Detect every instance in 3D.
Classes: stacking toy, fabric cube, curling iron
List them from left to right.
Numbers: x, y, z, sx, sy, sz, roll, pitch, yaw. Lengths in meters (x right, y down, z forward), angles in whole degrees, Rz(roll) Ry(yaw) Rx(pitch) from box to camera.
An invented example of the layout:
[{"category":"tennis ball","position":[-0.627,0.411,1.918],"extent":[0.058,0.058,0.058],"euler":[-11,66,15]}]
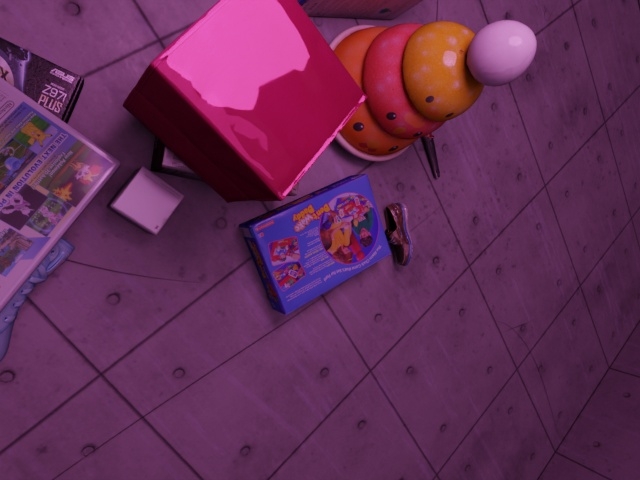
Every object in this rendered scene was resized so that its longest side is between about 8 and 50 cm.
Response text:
[{"category":"fabric cube","position":[-0.133,-0.243,0.731],"extent":[0.258,0.259,0.254],"euler":[45,70,-27]},{"category":"stacking toy","position":[0.243,-0.374,0.952],"extent":[0.351,0.480,0.350],"euler":[-2,95,-30]},{"category":"curling iron","position":[0.330,-0.321,1.267],"extent":[0.068,0.035,0.273],"euler":[-21,104,-28]}]

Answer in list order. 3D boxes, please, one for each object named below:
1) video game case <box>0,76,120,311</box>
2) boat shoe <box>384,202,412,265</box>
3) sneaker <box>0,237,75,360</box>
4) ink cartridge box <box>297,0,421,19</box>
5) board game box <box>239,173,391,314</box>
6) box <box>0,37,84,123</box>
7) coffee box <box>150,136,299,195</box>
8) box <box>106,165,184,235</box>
[{"category":"video game case","position":[-0.540,-0.089,0.644],"extent":[0.300,0.036,0.328],"euler":[38,66,-23]},{"category":"boat shoe","position":[0.215,-0.016,1.211],"extent":[0.066,0.066,0.183],"euler":[-6,87,-26]},{"category":"sneaker","position":[-0.518,0.044,0.733],"extent":[0.150,0.135,0.365],"euler":[7,91,-28]},{"category":"ink cartridge box","position":[0.092,-0.636,0.965],"extent":[0.396,0.270,0.151],"euler":[-17,100,-29]},{"category":"board game box","position":[0.000,0.000,1.070],"extent":[0.347,0.078,0.233],"euler":[-27,107,-26]},{"category":"box","position":[-0.534,-0.255,0.733],"extent":[0.180,0.078,0.147],"euler":[24,81,-30]},{"category":"coffee box","position":[-0.194,-0.204,0.915],"extent":[0.298,0.119,0.167],"euler":[9,89,-31]},{"category":"box","position":[-0.352,-0.078,0.849],"extent":[0.101,0.087,0.101],"euler":[39,75,-27]}]
